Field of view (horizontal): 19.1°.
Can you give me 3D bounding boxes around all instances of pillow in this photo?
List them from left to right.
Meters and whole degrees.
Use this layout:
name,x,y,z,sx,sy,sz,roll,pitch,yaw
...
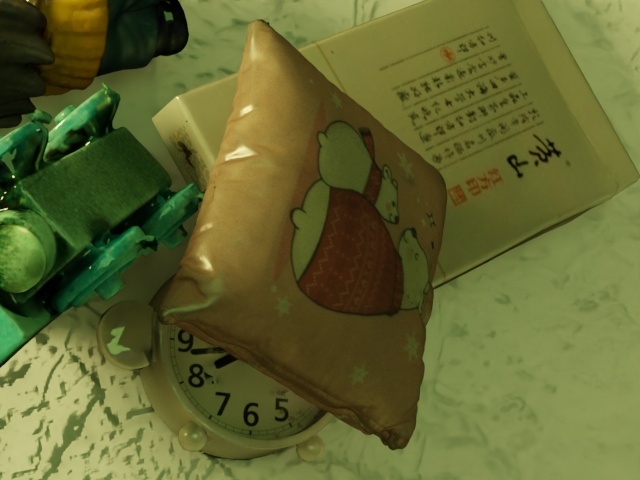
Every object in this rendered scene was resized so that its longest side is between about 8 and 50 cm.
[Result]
name,x,y,z,sx,sy,sz,roll,pitch,yaw
pillow,0.000,0.000,1.259,0.223,0.084,0.236,38,51,-35

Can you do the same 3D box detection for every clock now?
name,x,y,z,sx,sy,sz,roll,pitch,yaw
clock,-0.054,0.083,1.371,0.229,0.063,0.155,6,74,-22

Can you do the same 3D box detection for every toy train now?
name,x,y,z,sx,sy,sz,roll,pitch,yaw
toy train,-0.188,0.009,1.218,0.194,0.298,0.120,-42,92,14

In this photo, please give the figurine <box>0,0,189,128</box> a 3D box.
name,x,y,z,sx,sy,sz,roll,pitch,yaw
figurine,-0.242,-0.137,1.302,0.332,0.185,0.204,-7,44,-18

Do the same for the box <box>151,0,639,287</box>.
name,x,y,z,sx,sy,sz,roll,pitch,yaw
box,0.068,-0.068,1.429,0.365,0.051,0.204,-25,84,-36
